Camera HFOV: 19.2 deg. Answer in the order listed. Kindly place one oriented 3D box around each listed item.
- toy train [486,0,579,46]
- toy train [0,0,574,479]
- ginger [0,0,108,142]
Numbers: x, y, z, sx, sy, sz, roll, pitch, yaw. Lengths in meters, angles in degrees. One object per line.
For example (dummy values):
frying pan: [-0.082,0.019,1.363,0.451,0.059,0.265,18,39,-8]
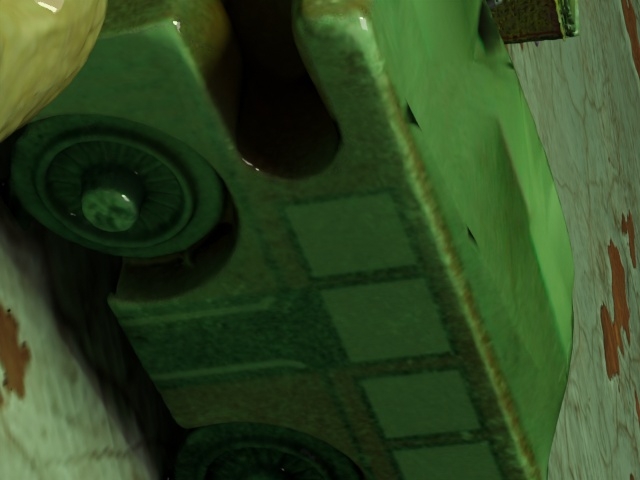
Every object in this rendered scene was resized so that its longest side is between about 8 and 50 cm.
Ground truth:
toy train: [0.062,-0.225,1.011,0.177,0.134,0.260,59,28,-68]
toy train: [0.000,0.000,0.673,0.129,0.159,0.326,-78,154,-43]
ginger: [-0.134,-0.045,0.334,0.354,0.126,0.190,-34,109,-68]
